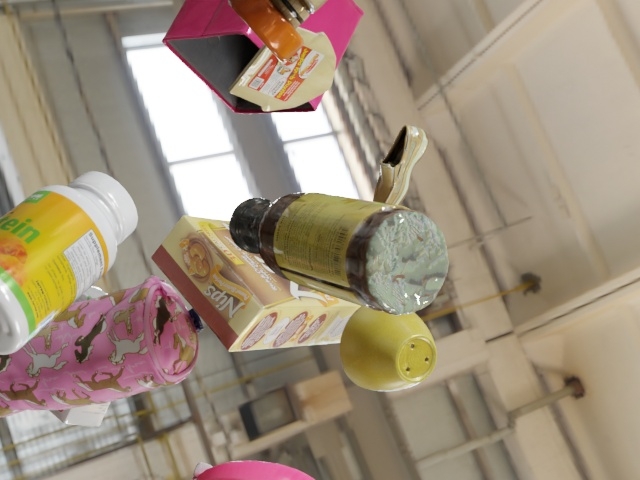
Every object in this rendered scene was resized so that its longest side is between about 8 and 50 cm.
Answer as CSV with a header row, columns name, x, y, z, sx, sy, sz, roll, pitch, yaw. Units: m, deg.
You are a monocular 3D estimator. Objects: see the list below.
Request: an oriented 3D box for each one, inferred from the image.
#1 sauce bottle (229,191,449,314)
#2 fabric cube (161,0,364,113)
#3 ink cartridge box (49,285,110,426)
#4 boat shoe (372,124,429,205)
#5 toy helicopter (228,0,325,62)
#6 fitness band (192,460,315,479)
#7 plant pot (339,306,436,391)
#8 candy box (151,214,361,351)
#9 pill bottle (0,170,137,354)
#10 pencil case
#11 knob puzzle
name,x,y,z,sx,sy,sz,roll,pitch,yaw
sauce bottle,0.000,0.000,1.098,0.344,0.111,0.111,16,-65,57
fabric cube,-0.112,-0.436,2.014,0.259,0.254,0.258,6,-117,42
ink cartridge box,-0.435,0.207,1.798,0.160,0.092,0.219,27,-86,36
boat shoe,0.140,-0.139,1.929,0.068,0.072,0.190,31,-79,45
toy helicopter,-0.106,-0.354,0.959,0.140,0.235,0.355,-42,-124,6
fitness band,-0.093,0.406,1.425,0.291,0.209,0.054,102,3,-45
plant pot,0.108,0.156,1.381,0.095,0.134,0.134,16,-65,60
candy box,-0.076,0.063,1.424,0.183,0.316,0.087,46,-73,23
pill bottle,-0.341,0.016,1.223,0.136,0.246,0.136,19,-48,23
pencil case,-0.381,0.172,1.556,0.386,0.167,0.160,-15,-64,24
knob puzzle,-0.054,-0.320,1.846,0.030,0.213,0.213,61,-35,34
